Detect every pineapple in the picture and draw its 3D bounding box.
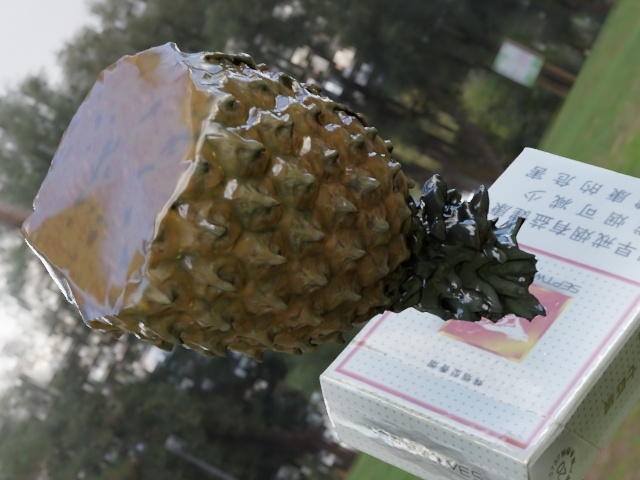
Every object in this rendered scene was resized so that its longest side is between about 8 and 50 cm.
[{"bbox_3d":[0.000,0.000,1.036,0.202,0.362,0.202,-27,55,46],"label":"pineapple"}]

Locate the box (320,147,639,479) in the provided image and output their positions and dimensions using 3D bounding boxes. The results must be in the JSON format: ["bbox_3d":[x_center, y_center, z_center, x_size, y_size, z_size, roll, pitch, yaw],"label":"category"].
[{"bbox_3d":[0.181,0.071,1.300,0.330,0.210,0.095,-45,-43,-32],"label":"box"}]
